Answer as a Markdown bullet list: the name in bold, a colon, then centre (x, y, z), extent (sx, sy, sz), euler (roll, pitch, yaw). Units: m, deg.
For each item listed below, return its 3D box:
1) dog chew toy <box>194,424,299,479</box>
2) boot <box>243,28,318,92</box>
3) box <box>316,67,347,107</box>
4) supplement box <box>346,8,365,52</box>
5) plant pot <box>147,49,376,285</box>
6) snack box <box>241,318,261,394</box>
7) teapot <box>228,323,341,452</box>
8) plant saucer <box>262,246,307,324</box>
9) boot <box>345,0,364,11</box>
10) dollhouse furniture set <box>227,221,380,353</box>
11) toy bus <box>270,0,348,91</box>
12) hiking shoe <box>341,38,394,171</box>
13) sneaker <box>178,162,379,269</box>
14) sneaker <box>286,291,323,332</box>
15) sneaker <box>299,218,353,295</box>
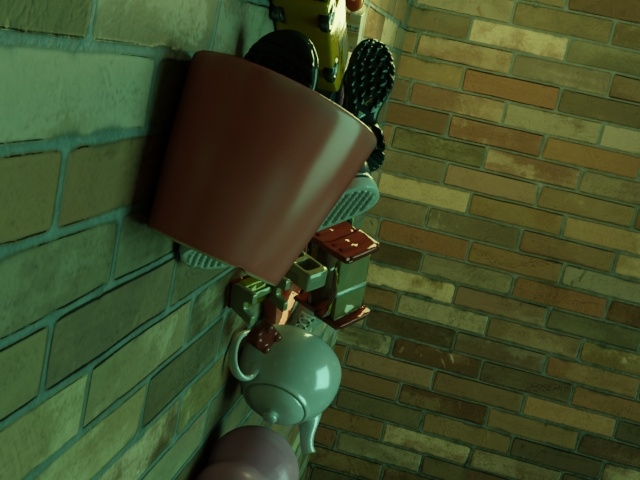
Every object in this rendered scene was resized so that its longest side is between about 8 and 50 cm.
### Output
- **dog chew toy**: centre (-0.179, 0.538, 1.870), extent (0.332, 0.206, 0.207), euler (-46, 150, -58)
- **boot**: centre (-0.065, -0.211, 1.542), extent (0.260, 0.131, 0.348), euler (-43, 158, -62)
- **box**: centre (-0.030, -0.236, 1.865), extent (0.261, 0.103, 0.184), euler (-67, 165, -47)
- **supplement box**: centre (0.069, -0.514, 2.170), extent (0.036, 0.062, 0.098), euler (-61, 163, -54)
- **plant pot**: centre (-0.096, -0.086, 1.203), extent (0.275, 0.275, 0.243), euler (45, 69, -80)
- **snack box**: centre (-0.159, 0.281, 2.127), extent (0.064, 0.022, 0.178), euler (-57, 159, -68)
- **teapot**: centre (-0.087, 0.320, 1.976), extent (0.252, 0.256, 0.187), euler (107, 8, -48)
- **plant saucer**: centre (-0.090, 0.095, 2.191), extent (0.258, 0.047, 0.259), euler (-67, 168, -48)
- **boot**: centre (0.063, -0.578, 2.066), extent (0.158, 0.059, 0.085), euler (73, 35, -59)
- **dollhouse furniture set**: centre (-0.056, 0.105, 1.904), extent (0.374, 0.152, 0.201), euler (-21, 131, -38)
- **toy bus**: centre (-0.013, -0.397, 1.670), extent (0.333, 0.108, 0.130), euler (80, 26, -70)
- **hiking shoe**: centre (0.076, -0.283, 1.899), extent (0.132, 0.113, 0.304), euler (-20, -121, 63)
- **sneaker**: centre (-0.076, -0.061, 1.385), extent (0.126, 0.321, 0.127), euler (65, 5, -64)
- **sneaker**: centre (-0.051, 0.227, 2.319), extent (0.121, 0.099, 0.262), euler (-57, -178, -40)
- **sneaker**: centre (0.000, 0.000, 2.436), extent (0.146, 0.134, 0.343), euler (-74, -177, -65)
